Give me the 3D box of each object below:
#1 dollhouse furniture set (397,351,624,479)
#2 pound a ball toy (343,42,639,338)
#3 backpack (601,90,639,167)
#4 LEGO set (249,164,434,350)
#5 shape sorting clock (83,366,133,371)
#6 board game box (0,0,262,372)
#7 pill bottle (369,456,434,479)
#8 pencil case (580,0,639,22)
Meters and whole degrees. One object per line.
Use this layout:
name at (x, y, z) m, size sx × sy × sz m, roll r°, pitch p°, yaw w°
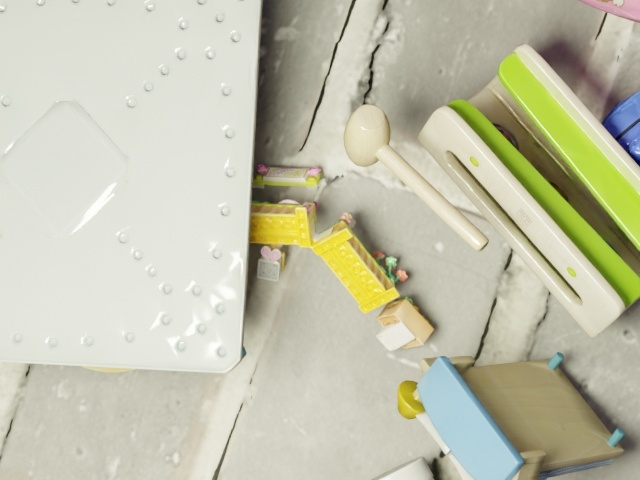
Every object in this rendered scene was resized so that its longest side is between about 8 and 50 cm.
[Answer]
dollhouse furniture set at (0.229, 0.260, 1.755) m, size 0.303 × 0.286 × 0.198 m, roll 53°, pitch 126°, yaw 28°
pound a ball toy at (0.189, -0.040, 1.746) m, size 0.208 × 0.136 × 0.319 m, roll -39°, pitch 82°, yaw -20°
backpack at (0.343, -0.095, 1.763) m, size 0.098 × 0.101 × 0.120 m, roll -38°, pitch 83°, yaw -3°
LEGO set at (0.000, 0.000, 1.814) m, size 0.287 × 0.107 × 0.132 m, roll 21°, pitch 125°, yaw 2°
shape sorting clock at (-0.210, 0.032, 1.785) m, size 0.206 × 0.040 × 0.206 m, roll 0°, pitch 90°, yaw 11°
board game box at (-0.250, -0.070, 1.751) m, size 0.390 × 0.050 × 0.390 m, roll 2°, pitch 85°, yaw 15°
pill bottle at (0.112, 0.323, 1.766) m, size 0.108 × 0.108 × 0.193 m, roll -27°, pitch 86°, yaw 4°
pencil case at (0.303, -0.297, 1.735) m, size 0.386 × 0.167 × 0.160 m, roll 25°, pitch 122°, yaw 4°
